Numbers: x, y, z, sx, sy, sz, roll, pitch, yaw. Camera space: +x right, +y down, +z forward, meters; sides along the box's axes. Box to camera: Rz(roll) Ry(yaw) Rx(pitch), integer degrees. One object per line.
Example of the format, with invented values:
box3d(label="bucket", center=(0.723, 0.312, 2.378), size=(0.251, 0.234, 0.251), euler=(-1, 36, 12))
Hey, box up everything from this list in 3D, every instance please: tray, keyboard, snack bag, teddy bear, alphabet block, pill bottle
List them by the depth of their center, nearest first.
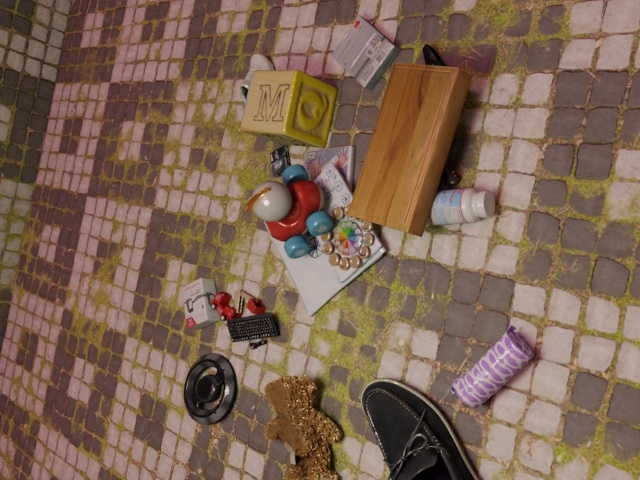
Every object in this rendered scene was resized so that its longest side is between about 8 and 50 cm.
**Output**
box3d(label="pill bottle", center=(0.343, -0.084, 1.632), size=(0.160, 0.087, 0.087), euler=(-4, 80, 40))
box3d(label="tray", center=(0.218, -0.233, 1.666), size=(0.202, 0.076, 0.411), euler=(19, 93, 42))
box3d(label="teddy bear", center=(-0.047, 0.544, 1.857), size=(0.245, 0.113, 0.338), euler=(-44, 64, 35))
box3d(label="snack bag", center=(0.000, 0.000, 1.925), size=(0.342, 0.037, 0.323), euler=(-44, 61, 30))
box3d(label="alphabet block", center=(-0.095, -0.397, 1.999), size=(0.197, 0.192, 0.194), euler=(12, 92, 42))
box3d(label="keyboard", center=(-0.208, 0.287, 2.053), size=(0.180, 0.023, 0.108), euler=(-13, 101, 32))

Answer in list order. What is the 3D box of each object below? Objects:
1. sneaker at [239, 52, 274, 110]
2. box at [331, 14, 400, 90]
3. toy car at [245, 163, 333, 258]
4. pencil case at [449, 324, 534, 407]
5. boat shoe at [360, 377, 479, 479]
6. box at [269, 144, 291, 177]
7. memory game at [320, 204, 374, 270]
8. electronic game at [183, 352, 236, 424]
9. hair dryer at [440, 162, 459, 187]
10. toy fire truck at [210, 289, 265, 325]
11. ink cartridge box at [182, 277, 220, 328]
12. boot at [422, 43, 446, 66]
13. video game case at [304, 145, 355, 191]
box3d(label="sneaker", center=(-0.215, -0.515, 2.169), size=(0.090, 0.115, 0.232), euler=(-14, 73, 38))
box3d(label="box", center=(0.129, -0.549, 1.932), size=(0.145, 0.038, 0.186), euler=(-52, 55, 20))
box3d(label="toy car", center=(-0.128, -0.091, 1.854), size=(0.210, 0.237, 0.219), euler=(-45, 56, 31))
box3d(label="pencil case", center=(0.395, 0.297, 1.526), size=(0.206, 0.086, 0.088), euler=(-48, 32, 22))
box3d(label="boat shoe", center=(0.241, 0.531, 1.567), size=(0.187, 0.156, 0.500), euler=(-52, 52, 23))
box3d(label="box", center=(-0.127, -0.252, 2.111), size=(0.067, 0.018, 0.083), euler=(-23, 68, 35))
box3d(label="memory game", center=(0.072, -0.008, 1.835), size=(0.186, 0.012, 0.186), euler=(-3, 86, 39))
box3d(label="electronic game", center=(-0.364, 0.484, 2.161), size=(0.229, 0.048, 0.230), euler=(-12, 68, 33))
box3d(label="hair dryer", center=(0.225, -0.224, 1.764), size=(0.223, 0.080, 0.294), euler=(-33, 62, 33))
box3d(label="toy fire truck", center=(-0.269, 0.209, 2.131), size=(0.192, 0.047, 0.135), euler=(43, 109, 38))
box3d(label="ink cartridge box", center=(-0.405, 0.213, 2.236), size=(0.109, 0.063, 0.151), euler=(-26, 66, 35))
box3d(label="boot", center=(0.283, -0.457, 1.782), size=(0.099, 0.045, 0.121), euler=(-43, 58, 30))
box3d(label="video game case", center=(0.019, -0.174, 1.969), size=(0.183, 0.023, 0.202), euler=(-1, 81, 40))
